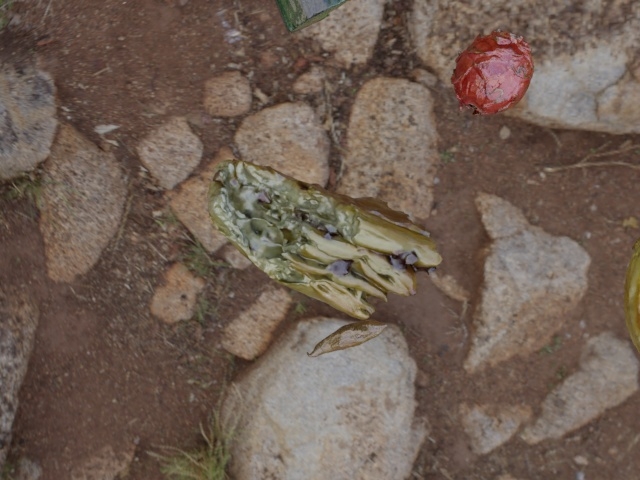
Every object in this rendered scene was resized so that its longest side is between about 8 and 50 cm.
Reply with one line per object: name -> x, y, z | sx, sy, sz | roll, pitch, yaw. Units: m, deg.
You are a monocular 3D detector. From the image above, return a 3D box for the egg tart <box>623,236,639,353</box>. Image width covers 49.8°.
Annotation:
egg tart -> 0.531, 0.069, 0.842 | 0.120, 0.315, 0.315 | 9, 96, -37

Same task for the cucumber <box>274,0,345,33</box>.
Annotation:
cucumber -> -0.028, -0.614, 1.729 | 0.191, 0.191, 0.130 | -31, 106, -20

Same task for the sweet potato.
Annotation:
sweet potato -> 0.060, 0.230, 1.636 | 0.205, 0.060, 0.068 | -26, 149, 12

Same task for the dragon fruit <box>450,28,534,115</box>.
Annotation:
dragon fruit -> 0.504, -0.488, 2.006 | 0.240, 0.241, 0.253 | 13, 82, -31

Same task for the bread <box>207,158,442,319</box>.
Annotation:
bread -> -0.018, -0.003, 1.181 | 0.369, 0.314, 0.192 | 18, 100, -18
